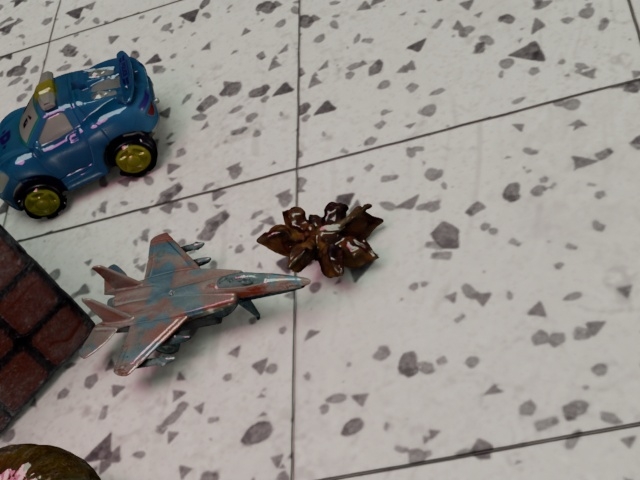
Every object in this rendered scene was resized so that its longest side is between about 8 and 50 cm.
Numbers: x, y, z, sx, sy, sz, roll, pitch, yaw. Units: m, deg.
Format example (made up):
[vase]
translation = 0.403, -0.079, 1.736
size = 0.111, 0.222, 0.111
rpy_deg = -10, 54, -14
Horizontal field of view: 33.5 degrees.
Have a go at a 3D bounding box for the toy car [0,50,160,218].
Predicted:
[toy car]
translation = -0.396, -0.174, 1.655
size = 0.314, 0.166, 0.198
rpy_deg = -24, 42, 7

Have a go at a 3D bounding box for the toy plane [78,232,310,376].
[toy plane]
translation = -0.158, 0.077, 1.368
size = 0.326, 0.104, 0.223
rpy_deg = -3, 52, 18

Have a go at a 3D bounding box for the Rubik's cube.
[Rubik's cube]
translation = -0.571, 0.080, 1.397
size = 0.344, 0.344, 0.337
rpy_deg = -45, 48, -16

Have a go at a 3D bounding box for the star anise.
[star anise]
translation = 0.000, 0.000, 1.374
size = 0.168, 0.057, 0.168
rpy_deg = -8, 37, 6

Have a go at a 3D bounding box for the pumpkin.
[pumpkin]
translation = -0.359, 0.331, 1.209
size = 0.219, 0.162, 0.219
rpy_deg = -10, 51, 13
